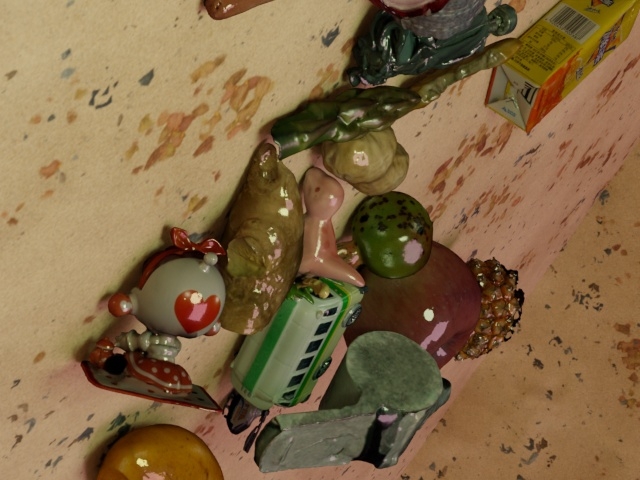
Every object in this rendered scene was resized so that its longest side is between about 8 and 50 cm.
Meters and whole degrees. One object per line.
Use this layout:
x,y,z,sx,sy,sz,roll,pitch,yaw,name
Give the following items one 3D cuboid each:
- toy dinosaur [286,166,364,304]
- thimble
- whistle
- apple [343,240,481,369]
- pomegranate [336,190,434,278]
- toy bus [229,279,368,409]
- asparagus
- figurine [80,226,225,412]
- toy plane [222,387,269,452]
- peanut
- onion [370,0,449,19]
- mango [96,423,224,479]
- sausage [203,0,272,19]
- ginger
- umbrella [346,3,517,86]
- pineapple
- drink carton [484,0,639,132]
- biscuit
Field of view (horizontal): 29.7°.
0.005,0.001,1.910,0.177,0.194,0.152,-38,161,34,toy dinosaur
0.156,-0.352,1.622,0.150,0.150,0.098,-42,157,-23,thimble
0.066,0.316,2.140,0.404,0.188,0.168,-35,157,-45,whistle
0.169,0.142,2.378,0.305,0.235,0.306,-40,157,-21,apple
0.107,-0.001,2.150,0.205,0.159,0.159,-24,157,-3,pomegranate
-0.050,0.167,2.098,0.164,0.133,0.276,-22,143,-55,toy bus
0.034,-0.177,1.744,0.287,0.080,0.080,-20,146,-30,asparagus
-0.203,0.095,1.643,0.160,0.183,0.226,-156,-98,-70,figurine
-0.121,0.292,2.248,0.197,0.078,0.053,-60,161,-18,toy plane
0.078,-0.129,1.906,0.117,0.101,0.263,-36,162,8,peanut
0.128,-0.393,1.494,0.283,0.120,0.227,-2,116,-47,onion
-0.270,0.406,1.999,0.350,0.201,0.199,75,20,-56,mango
-0.063,-0.294,1.408,0.186,0.043,0.043,-30,151,-45,sausage
-0.077,-0.008,1.754,0.219,0.123,0.270,-51,164,-67,ginger
0.177,-0.312,1.812,0.348,0.094,0.143,-24,171,-42,umbrella
0.270,0.109,2.629,0.262,0.262,0.271,-53,137,5,pineapple
0.475,-0.374,2.330,0.351,0.111,0.155,-43,159,-25,drink carton
0.215,-0.263,1.947,0.183,0.039,0.174,-36,-166,-32,biscuit
